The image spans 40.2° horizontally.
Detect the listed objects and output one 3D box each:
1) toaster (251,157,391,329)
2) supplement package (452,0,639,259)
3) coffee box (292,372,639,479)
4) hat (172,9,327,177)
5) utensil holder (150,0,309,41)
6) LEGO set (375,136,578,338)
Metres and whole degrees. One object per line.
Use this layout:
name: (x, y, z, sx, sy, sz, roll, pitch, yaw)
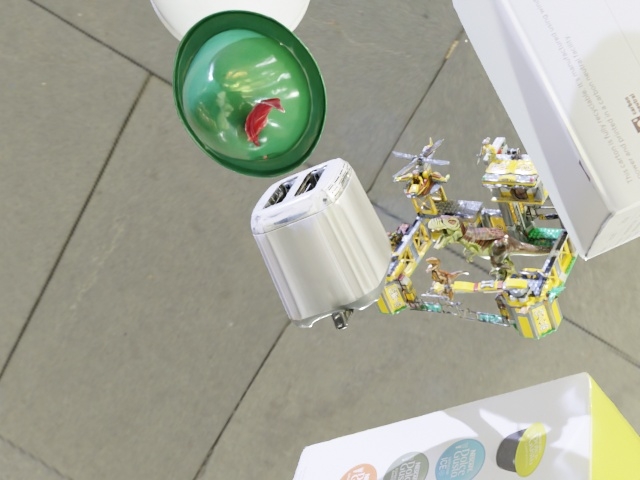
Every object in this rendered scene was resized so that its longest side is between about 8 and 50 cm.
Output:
toaster: (0.000, 0.000, 1.037, 0.129, 0.227, 0.146, -21, 106, 18)
supplement package: (0.162, -0.117, 0.456, 0.145, 0.262, 0.204, -26, 79, 10)
coffee box: (0.167, 0.380, 0.779, 0.334, 0.337, 0.338, -23, 121, 34)
hat: (-0.101, -0.110, 0.811, 0.173, 0.183, 0.208, 28, 128, 6)
utensil holder: (-0.170, -0.519, 1.520, 0.328, 0.385, 0.327, 0, 90, -2)
LEGO set: (0.190, -0.026, 1.158, 0.331, 0.255, 0.192, 14, 141, 44)
